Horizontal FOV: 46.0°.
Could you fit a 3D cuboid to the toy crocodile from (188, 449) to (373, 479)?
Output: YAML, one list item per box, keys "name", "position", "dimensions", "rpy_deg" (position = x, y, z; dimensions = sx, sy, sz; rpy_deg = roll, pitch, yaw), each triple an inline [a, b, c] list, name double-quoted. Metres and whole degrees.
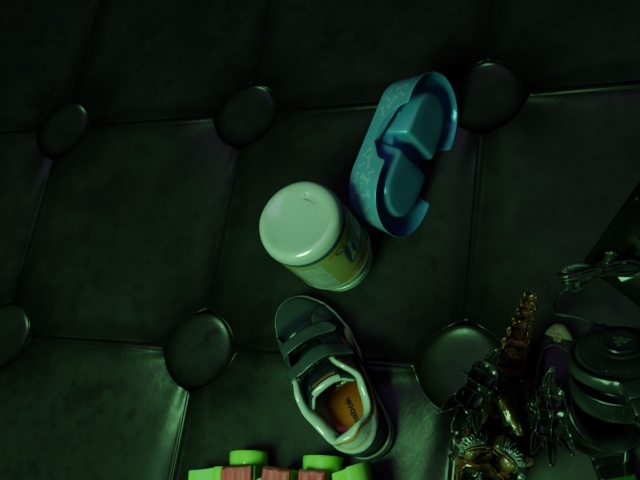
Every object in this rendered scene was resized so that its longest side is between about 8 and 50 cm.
- name: "toy crocodile"
  position: [-0.069, 0.394, 1.203]
  dimensions: [0.340, 0.105, 0.115]
  rpy_deg: [-5, 67, 23]

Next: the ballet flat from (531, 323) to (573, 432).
- name: "ballet flat"
  position: [0.347, 0.207, 1.126]
  dimensions: [0.057, 0.049, 0.173]
  rpy_deg: [7, 72, 26]

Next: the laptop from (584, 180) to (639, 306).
- name: "laptop"
  position: [0.687, -0.020, 1.087]
  dimensions: [0.382, 0.236, 0.408]
  rpy_deg: [44, 119, 32]

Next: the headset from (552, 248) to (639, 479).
- name: "headset"
  position: [0.414, 0.193, 1.008]
  dimensions: [0.185, 0.243, 0.394]
  rpy_deg: [-11, 53, 0]

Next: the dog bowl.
- name: "dog bowl"
  position: [0.143, -0.152, 1.310]
  dimensions: [0.074, 0.166, 0.297]
  rpy_deg: [12, 75, 40]

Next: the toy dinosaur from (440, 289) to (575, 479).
- name: "toy dinosaur"
  position: [0.245, 0.233, 1.063]
  dimensions: [0.164, 0.218, 0.322]
  rpy_deg: [-4, 77, 5]

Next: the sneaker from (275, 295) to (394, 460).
- name: "sneaker"
  position: [0.007, 0.205, 1.238]
  dimensions: [0.126, 0.127, 0.321]
  rpy_deg: [-40, 57, 6]

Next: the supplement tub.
- name: "supplement tub"
  position: [0.000, 0.000, 1.281]
  dimensions: [0.144, 0.199, 0.144]
  rpy_deg: [-9, 66, 21]
